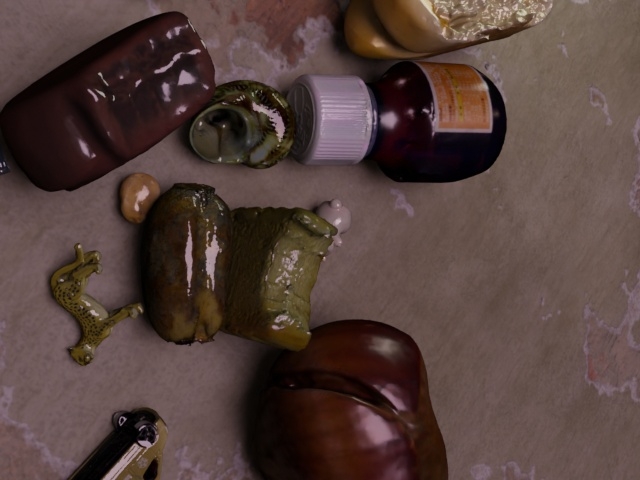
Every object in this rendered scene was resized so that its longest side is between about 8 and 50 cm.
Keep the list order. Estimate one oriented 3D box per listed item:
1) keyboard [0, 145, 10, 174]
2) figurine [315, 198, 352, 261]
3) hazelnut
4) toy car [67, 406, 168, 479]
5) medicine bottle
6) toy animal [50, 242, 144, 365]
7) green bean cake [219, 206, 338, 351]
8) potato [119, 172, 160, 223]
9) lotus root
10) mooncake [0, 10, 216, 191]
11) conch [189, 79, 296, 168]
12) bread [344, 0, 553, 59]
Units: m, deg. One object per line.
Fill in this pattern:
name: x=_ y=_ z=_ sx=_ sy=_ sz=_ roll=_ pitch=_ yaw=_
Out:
keyboard: x=-0.543 y=-0.182 z=1.555 sx=0.055 sy=0.014 sz=0.176 roll=-25 pitch=104 yaw=-31
figurine: x=0.009 y=0.003 z=1.883 sx=0.146 sy=0.081 sz=0.098 roll=-63 pitch=146 yaw=-29
hazelnut: x=0.060 y=0.348 z=1.780 sx=0.359 sy=0.359 sz=0.409 roll=-30 pitch=103 yaw=-31
toy car: x=-0.342 y=0.401 z=1.644 sx=0.257 sy=0.101 sz=0.124 roll=-47 pitch=119 yaw=-23
medicine bottle: x=0.137 y=-0.227 z=1.886 sx=0.395 sy=0.242 sz=0.243 roll=-1 pitch=91 yaw=-30
toy animal: x=-0.388 y=0.102 z=1.624 sx=0.136 sy=0.073 sz=0.181 roll=-32 pitch=112 yaw=6
green bean cake: x=-0.081 y=0.065 z=1.746 sx=0.124 sy=0.233 sz=0.236 roll=22 pitch=79 yaw=-38
potato: x=-0.309 y=-0.072 z=1.688 sx=0.068 sy=0.062 sz=0.083 roll=11 pitch=58 yaw=-6
lotus root: x=-0.230 y=0.038 z=1.685 sx=0.152 sy=0.160 sz=0.275 roll=4 pitch=90 yaw=-22
mooncake: x=-0.315 y=-0.214 z=1.539 sx=0.174 sy=0.333 sz=0.326 roll=63 pitch=20 yaw=-19
conch: x=-0.138 y=-0.200 z=1.774 sx=0.187 sy=0.124 sz=0.181 roll=-29 pitch=120 yaw=-2
bread: x=0.257 y=-0.462 z=1.942 sx=0.424 sy=0.245 sz=0.329 roll=-22 pitch=59 yaw=-39
